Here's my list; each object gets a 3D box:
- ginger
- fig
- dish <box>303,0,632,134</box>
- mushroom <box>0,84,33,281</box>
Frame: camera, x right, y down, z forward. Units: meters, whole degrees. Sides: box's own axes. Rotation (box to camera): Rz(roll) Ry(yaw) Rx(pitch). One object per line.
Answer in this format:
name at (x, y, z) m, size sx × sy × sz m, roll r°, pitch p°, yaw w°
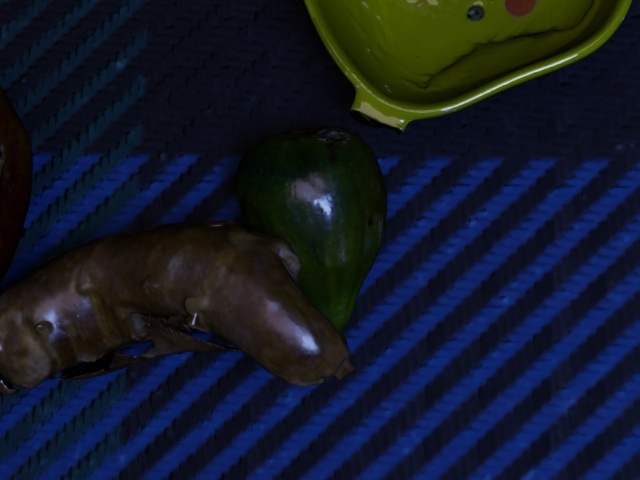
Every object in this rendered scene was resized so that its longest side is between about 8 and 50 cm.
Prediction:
ginger at (-0.122, 0.049, 1.188) m, size 0.309 × 0.107 × 0.133 m, roll -10°, pitch 45°, yaw 28°
fig at (0.000, 0.000, 1.213) m, size 0.117 × 0.117 × 0.177 m, roll -9°, pitch 89°, yaw 7°
dish at (0.112, -0.199, 1.222) m, size 0.262 × 0.108 × 0.221 m, roll -31°, pitch 77°, yaw 1°
mushroom at (-0.379, -0.009, 1.178) m, size 0.260 × 0.345 × 0.345 m, roll 21°, pitch 84°, yaw 11°
